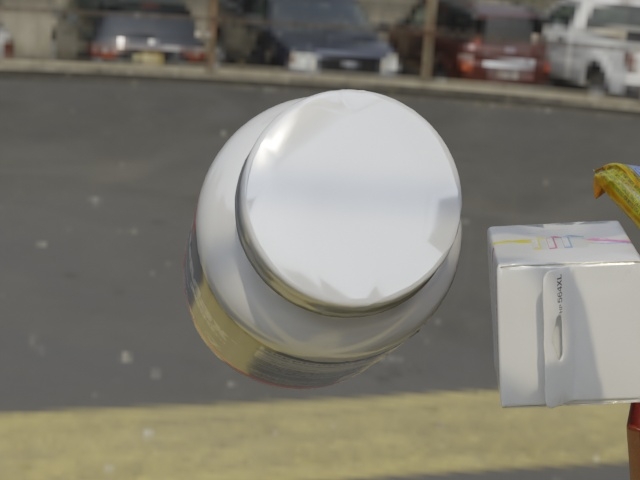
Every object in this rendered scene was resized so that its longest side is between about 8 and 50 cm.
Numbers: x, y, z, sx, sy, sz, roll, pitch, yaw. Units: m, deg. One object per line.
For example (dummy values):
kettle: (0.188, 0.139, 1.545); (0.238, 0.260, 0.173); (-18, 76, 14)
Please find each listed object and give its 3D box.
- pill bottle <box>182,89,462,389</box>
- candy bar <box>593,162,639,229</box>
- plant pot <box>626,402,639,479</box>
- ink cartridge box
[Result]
pill bottle: (0.000, 0.000, 0.680); (0.108, 0.108, 0.180); (2, -12, -7)
candy bar: (0.160, 0.020, 0.636); (0.040, 0.018, 0.161); (-4, 41, -35)
plant pot: (0.383, 0.128, 1.344); (0.267, 0.236, 0.267); (26, -20, 24)
ink cartridge box: (0.154, 0.047, 1.043); (0.089, 0.092, 0.143); (-3, 12, 4)
